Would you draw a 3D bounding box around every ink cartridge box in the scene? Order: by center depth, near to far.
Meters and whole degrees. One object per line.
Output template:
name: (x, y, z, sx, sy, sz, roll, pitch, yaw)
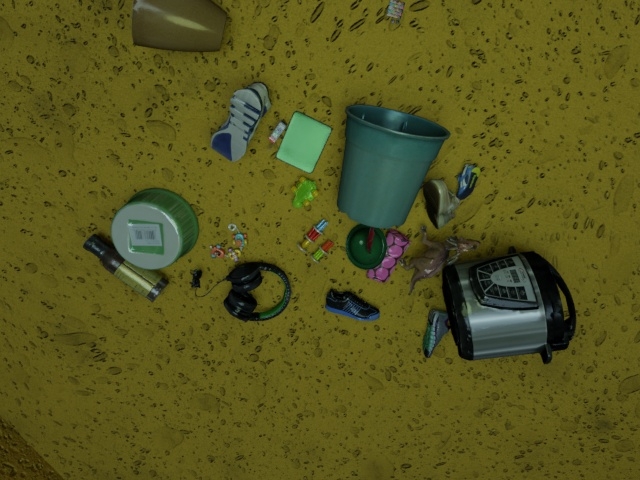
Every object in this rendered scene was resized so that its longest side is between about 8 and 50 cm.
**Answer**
ink cartridge box: (-0.162, -0.374, 1.481, 0.029, 0.063, 0.115, 36, 108, -12)

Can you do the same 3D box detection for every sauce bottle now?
sauce bottle: (-0.779, 0.104, 1.663, 0.344, 0.111, 0.111, 41, 107, -11)

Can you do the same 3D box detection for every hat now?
hat: (0.138, 0.020, 1.524, 0.173, 0.183, 0.209, 16, 103, 25)

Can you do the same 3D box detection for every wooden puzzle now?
wooden puzzle: (0.245, -0.753, 1.352, 0.049, 0.006, 0.083, 15, 111, -3)

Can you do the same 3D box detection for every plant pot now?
plant pot: (-0.431, -0.696, 1.301, 0.254, 0.237, 0.237, 12, 111, -16)
plant pot: (0.210, -0.242, 1.393, 0.341, 0.341, 0.334, 13, 119, -2)

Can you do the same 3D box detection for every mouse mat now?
mouse mat: (-0.062, -0.356, 1.514, 0.152, 0.007, 0.190, 24, 111, -7)

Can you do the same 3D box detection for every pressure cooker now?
pressure cooker: (0.680, 0.227, 1.507, 0.420, 0.375, 0.370, -9, 99, 11)

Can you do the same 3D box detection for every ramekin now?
ramekin: (-0.636, -0.036, 1.582, 0.303, 0.148, 0.303, 1, 111, 2)

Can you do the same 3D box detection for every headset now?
headset: (-0.320, 0.190, 1.685, 0.394, 0.185, 0.243, 8, 107, -17)

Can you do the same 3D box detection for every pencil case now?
pencil case: (0.266, 0.066, 1.615, 0.098, 0.095, 0.209, 24, 112, -7)

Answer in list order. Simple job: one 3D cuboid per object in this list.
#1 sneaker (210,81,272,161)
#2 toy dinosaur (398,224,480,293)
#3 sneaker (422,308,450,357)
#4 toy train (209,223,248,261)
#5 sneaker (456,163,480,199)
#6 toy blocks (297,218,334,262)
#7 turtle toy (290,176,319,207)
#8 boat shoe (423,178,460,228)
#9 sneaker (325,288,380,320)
sneaker: (-0.252, -0.424, 1.437, 0.127, 0.182, 0.315, 36, 137, -9)
toy dinosaur: (0.411, 0.072, 1.497, 0.127, 0.200, 0.296, 37, 90, -28)
sneaker: (0.494, 0.396, 1.735, 0.098, 0.083, 0.224, 5, 110, -5)
toy train: (-0.364, 0.022, 1.647, 0.125, 0.046, 0.166, 34, 109, -10)
sneaker: (0.533, -0.215, 1.521, 0.053, 0.059, 0.144, -8, 131, -27)
toy blocks: (0.000, 0.000, 1.620, 0.123, 0.054, 0.148, 40, 107, -11)
turtle toy: (-0.061, -0.172, 1.550, 0.130, 0.066, 0.095, -45, 80, 19)
boat shoe: (0.431, -0.138, 1.456, 0.098, 0.302, 0.109, -28, 62, 5)
sneaker: (0.136, 0.261, 1.697, 0.232, 0.081, 0.090, 11, 118, 0)
